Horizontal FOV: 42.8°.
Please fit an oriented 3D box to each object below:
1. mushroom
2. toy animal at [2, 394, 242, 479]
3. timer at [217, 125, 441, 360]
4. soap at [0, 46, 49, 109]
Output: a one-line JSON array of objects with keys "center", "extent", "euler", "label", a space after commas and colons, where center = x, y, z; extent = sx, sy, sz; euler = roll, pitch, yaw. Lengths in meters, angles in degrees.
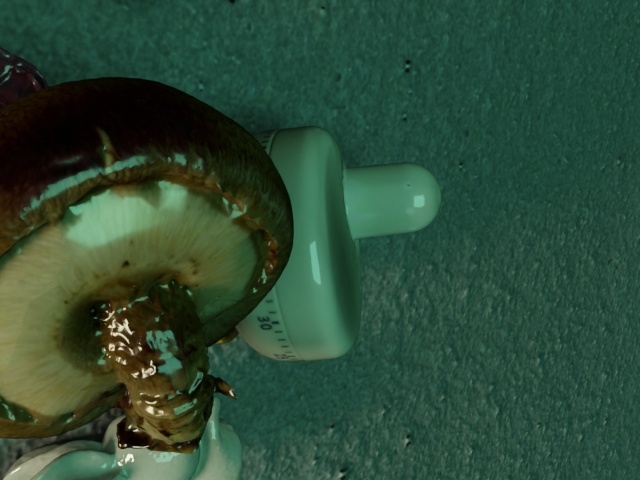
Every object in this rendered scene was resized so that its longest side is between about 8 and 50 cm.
[{"center": [-0.156, 0.021, 0.598], "extent": [0.297, 0.163, 0.278], "euler": [-26, 118, -21], "label": "mushroom"}, {"center": [-0.188, 0.201, 0.794], "extent": [0.220, 0.103, 0.131], "euler": [15, 96, -44], "label": "toy animal"}, {"center": [0.000, 0.000, 0.803], "extent": [0.233, 0.239, 0.234], "euler": [-6, 90, -80], "label": "timer"}, {"center": [-0.282, -0.074, 0.619], "extent": [0.250, 0.099, 0.162], "euler": [28, 85, -43], "label": "soap"}]
